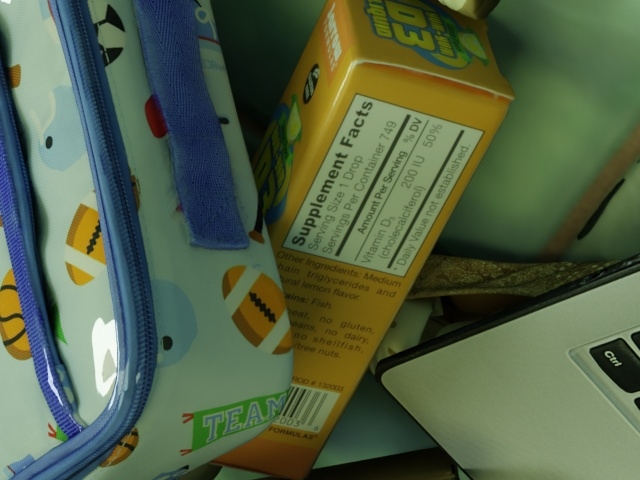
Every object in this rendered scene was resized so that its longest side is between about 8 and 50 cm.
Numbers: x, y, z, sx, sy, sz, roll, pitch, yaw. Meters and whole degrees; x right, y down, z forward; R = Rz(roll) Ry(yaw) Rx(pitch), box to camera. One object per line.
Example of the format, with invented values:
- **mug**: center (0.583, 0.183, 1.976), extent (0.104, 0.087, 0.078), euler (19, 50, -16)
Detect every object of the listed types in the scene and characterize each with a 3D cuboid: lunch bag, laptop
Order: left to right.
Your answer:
- **lunch bag**: center (-0.128, -0.029, 0.694), extent (0.243, 0.115, 0.303), euler (-36, 63, 45)
- **laptop**: center (0.216, 0.197, 0.520), extent (0.382, 0.236, 0.408), euler (47, 141, -13)

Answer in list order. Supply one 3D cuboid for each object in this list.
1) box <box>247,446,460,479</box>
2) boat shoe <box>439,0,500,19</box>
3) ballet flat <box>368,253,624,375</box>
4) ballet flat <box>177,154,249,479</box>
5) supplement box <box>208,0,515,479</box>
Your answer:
- **box**: center (-0.032, 0.133, 0.740), extent (0.201, 0.164, 0.021), euler (-11, 88, 5)
- **boat shoe**: center (0.043, -0.189, 0.574), extent (0.073, 0.080, 0.224), euler (14, 131, 19)
- **ballet flat**: center (0.073, 0.045, 0.719), extent (0.206, 0.067, 0.073), euler (-8, 116, 37)
- **ballet flat**: center (-0.060, 0.051, 0.809), extent (0.086, 0.086, 0.248), euler (15, 126, 25)
- **supplement box**: center (0.000, 0.000, 0.691), extent (0.080, 0.078, 0.233), euler (16, 124, -19)
